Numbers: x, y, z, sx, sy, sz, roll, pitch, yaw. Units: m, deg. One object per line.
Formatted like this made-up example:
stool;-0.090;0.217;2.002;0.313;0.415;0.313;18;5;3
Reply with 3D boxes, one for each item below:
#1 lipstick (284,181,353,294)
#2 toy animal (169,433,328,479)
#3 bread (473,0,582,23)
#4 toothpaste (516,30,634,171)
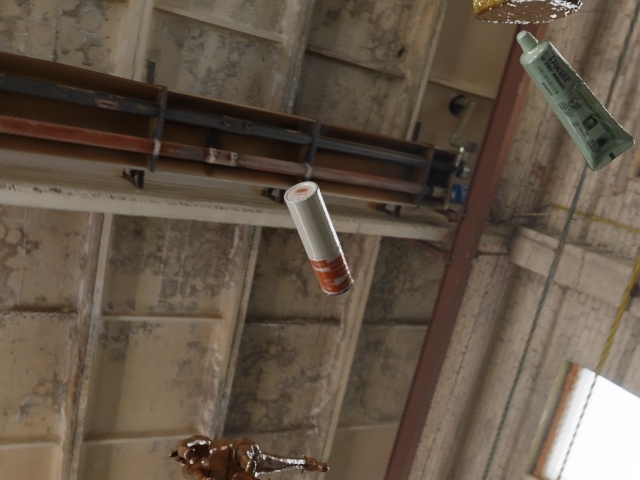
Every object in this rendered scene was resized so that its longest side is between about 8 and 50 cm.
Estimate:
lipstick;0.000;0.000;0.631;0.038;0.038;0.131;-32;-55;-16
toy animal;-0.086;0.304;0.789;0.224;0.230;0.066;9;-107;-6
bread;0.160;-0.202;0.447;0.085;0.085;0.053;-3;-83;-29
toothpaste;0.317;-0.179;0.739;0.064;0.041;0.218;-40;-70;18
